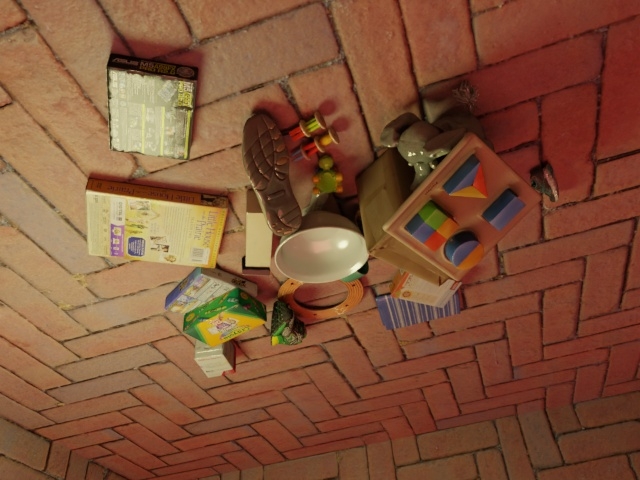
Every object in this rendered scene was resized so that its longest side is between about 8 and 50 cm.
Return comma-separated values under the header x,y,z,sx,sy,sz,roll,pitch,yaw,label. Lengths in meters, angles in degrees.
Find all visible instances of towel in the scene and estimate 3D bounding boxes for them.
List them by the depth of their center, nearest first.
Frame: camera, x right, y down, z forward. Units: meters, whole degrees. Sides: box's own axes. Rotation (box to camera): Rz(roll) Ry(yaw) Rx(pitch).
x,y,z,sx,sy,sz,roll,pitch,yaw,label
0.405,0.265,2.295,0.335,0.040,0.243,-14,137,7,towel

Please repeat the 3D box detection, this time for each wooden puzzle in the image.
x,y,z,sx,sy,sz,roll,pitch,yaw,label
0.380,-0.062,1.425,0.347,0.081,0.322,31,109,-33,wooden puzzle

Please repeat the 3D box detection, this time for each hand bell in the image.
x,y,z,sx,sy,sz,roll,pitch,yaw,label
0.078,-0.010,1.887,0.126,0.126,0.242,28,140,-34,hand bell

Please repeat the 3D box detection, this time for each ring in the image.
x,y,z,sx,sy,sz,roll,pitch,yaw,label
0.001,0.204,2.168,0.336,0.032,0.337,-3,139,-3,ring

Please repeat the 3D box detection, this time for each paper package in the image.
x,y,z,sx,sy,sz,roll,pitch,yaw,label
0.276,-0.069,1.651,0.309,0.325,0.168,25,129,-30,paper package

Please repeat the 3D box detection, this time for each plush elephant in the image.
x,y,z,sx,sy,sz,roll,pitch,yaw,label
0.321,-0.240,1.503,0.255,0.272,0.330,-21,118,-18,plush elephant

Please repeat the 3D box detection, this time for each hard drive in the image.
x,y,z,sx,sy,sz,roll,pitch,yaw,label
-0.226,0.089,1.931,0.094,0.135,0.022,2,106,-10,hard drive

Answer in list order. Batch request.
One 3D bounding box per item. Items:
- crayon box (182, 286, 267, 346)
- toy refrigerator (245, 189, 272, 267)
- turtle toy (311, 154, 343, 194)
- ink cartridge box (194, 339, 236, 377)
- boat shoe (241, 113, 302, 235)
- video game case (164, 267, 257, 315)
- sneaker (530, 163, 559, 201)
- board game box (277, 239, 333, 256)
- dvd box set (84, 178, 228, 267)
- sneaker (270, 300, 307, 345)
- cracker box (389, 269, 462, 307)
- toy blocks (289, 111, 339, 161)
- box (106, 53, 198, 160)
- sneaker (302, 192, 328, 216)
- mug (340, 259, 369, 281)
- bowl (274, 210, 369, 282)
x,y,z,sx,sy,sz,roll,pitch,yaw,label
-0.361,0.294,2.093,0.278,0.081,0.165,-28,136,23,crayon box
-0.197,-0.033,1.807,0.094,0.102,0.270,0,139,-8,toy refrigerator
0.019,-0.195,1.670,0.095,0.066,0.130,-5,139,-2,turtle toy
-0.446,0.481,2.360,0.128,0.127,0.176,-9,140,5,ink cartridge box
-0.154,-0.185,1.583,0.132,0.130,0.356,-17,114,-15,boat shoe
-0.415,0.211,2.097,0.244,0.061,0.269,25,131,-34,video game case
0.725,-0.182,1.795,0.076,0.065,0.166,-10,139,30,sneaker
-0.047,0.027,1.897,0.181,0.043,0.092,28,133,-7,board game box
-0.527,-0.045,1.782,0.420,0.062,0.308,7,138,-14,dvd box set
-0.124,0.331,2.196,0.146,0.134,0.344,4,158,-3,sneaker
0.402,0.167,2.127,0.232,0.067,0.156,14,129,-16,cracker box
-0.039,-0.284,1.567,0.148,0.054,0.123,-27,137,23,toy blocks
-0.439,-0.338,1.448,0.216,0.060,0.270,5,139,-14,box
-0.012,-0.106,1.776,0.053,0.061,0.152,13,135,-19,sneaker
0.103,0.088,1.967,0.097,0.130,0.157,-30,135,30,mug
0.000,0.000,1.754,0.297,0.134,0.298,-5,144,-4,bowl
